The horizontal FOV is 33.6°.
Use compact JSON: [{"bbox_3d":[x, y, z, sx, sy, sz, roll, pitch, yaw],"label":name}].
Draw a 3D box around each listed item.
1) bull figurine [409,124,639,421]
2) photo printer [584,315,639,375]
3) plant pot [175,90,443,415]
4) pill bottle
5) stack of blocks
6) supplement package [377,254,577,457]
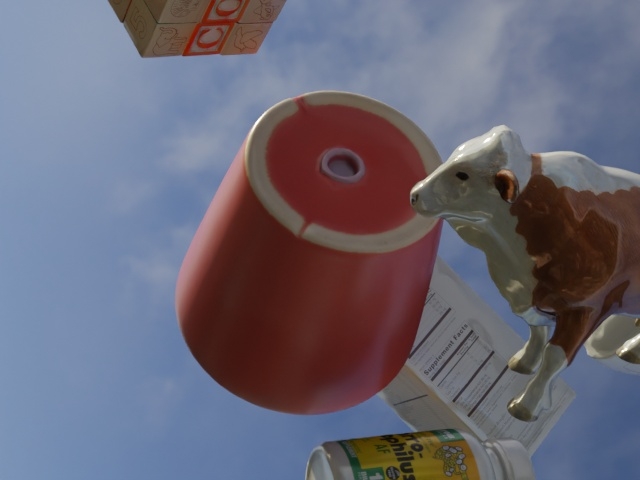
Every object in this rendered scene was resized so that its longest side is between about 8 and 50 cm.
[{"bbox_3d":[0.204,0.020,0.732,0.101,0.310,0.188,-121,-142,-58],"label":"bull figurine"},{"bbox_3d":[0.570,0.097,1.655,0.307,0.256,0.107,-53,-135,32],"label":"photo printer"},{"bbox_3d":[0.000,0.000,1.064,0.275,0.275,0.243,51,-32,22],"label":"plant pot"},{"bbox_3d":[0.099,0.246,1.038,0.117,0.208,0.117,178,-90,-72],"label":"pill bottle"},{"bbox_3d":[-0.143,-0.310,0.998,0.297,0.171,0.087,59,-43,23],"label":"stack of blocks"},{"bbox_3d":[0.155,0.154,1.268,0.244,0.134,0.139,45,-25,-3],"label":"supplement package"}]
